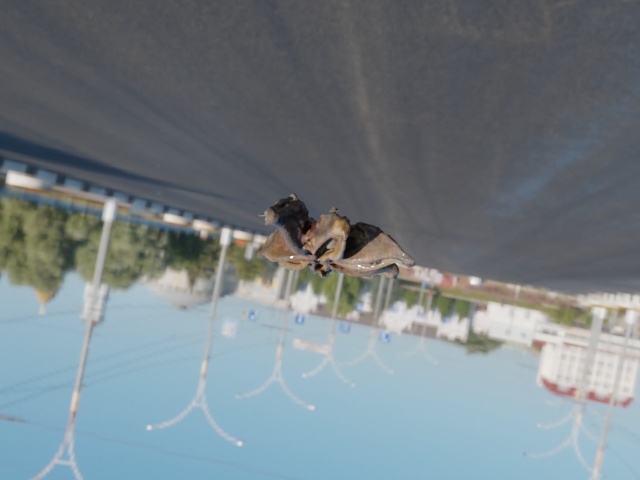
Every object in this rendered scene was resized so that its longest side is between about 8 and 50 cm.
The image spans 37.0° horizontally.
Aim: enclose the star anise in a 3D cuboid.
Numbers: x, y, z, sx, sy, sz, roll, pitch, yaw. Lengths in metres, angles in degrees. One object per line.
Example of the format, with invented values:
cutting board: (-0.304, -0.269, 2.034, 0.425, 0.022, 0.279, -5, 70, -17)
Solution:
star anise: (0.016, 0.003, 1.059, 0.171, 0.063, 0.208, 13, 166, -1)
